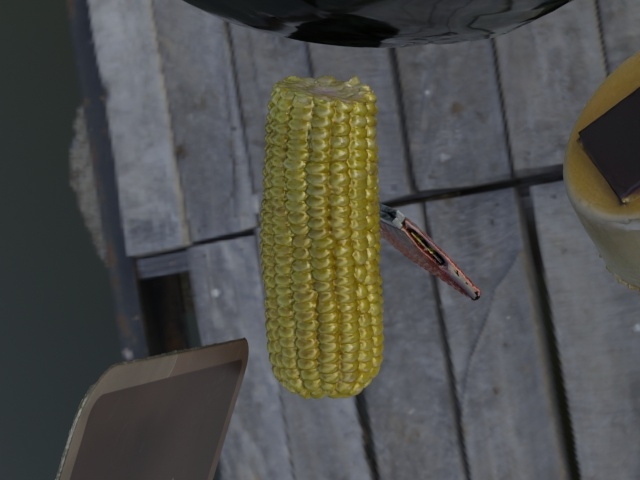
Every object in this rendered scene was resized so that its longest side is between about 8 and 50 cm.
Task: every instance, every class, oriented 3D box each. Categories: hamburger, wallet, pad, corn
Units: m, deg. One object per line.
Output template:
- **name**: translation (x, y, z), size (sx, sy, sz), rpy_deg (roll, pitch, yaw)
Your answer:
- **hamburger**: translation (0.384, -0.075, 0.978), size (0.302, 0.170, 0.302), rpy_deg (-33, 35, 27)
- **wallet**: translation (0.077, 0.000, 0.903), size (0.103, 0.196, 0.020), rpy_deg (40, 89, -13)
- **pad**: translation (-0.097, 0.143, 0.562), size (0.002, 0.266, 0.176), rpy_deg (17, 91, 12)
- **corn**: translation (0.000, 0.000, 0.759), size (0.093, 0.093, 0.244), rpy_deg (6, 105, 31)

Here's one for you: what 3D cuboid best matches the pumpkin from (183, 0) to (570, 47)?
- **pumpkin**: translation (0.034, -0.286, 0.342), size (0.454, 0.344, 0.454), rpy_deg (-35, 49, 55)
